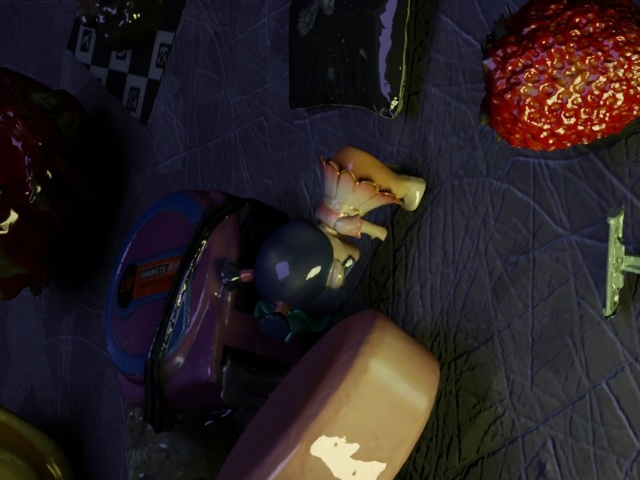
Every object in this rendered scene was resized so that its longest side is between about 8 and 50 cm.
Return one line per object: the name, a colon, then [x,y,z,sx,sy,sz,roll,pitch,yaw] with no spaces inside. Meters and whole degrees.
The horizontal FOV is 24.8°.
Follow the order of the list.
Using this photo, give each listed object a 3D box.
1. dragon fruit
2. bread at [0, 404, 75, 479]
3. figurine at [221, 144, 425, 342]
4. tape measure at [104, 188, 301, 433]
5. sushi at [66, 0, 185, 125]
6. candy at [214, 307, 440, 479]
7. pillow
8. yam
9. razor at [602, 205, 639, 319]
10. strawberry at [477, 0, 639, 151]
dragon fruit: [-0.438,-0.072,1.891,0.329,0.329,0.329,-18,68,54]
bread: [-0.449,0.321,1.888,0.300,0.210,0.341,57,145,0]
figurine: [0.000,0.000,1.337,0.111,0.102,0.195,30,92,56]
tape measure: [-0.115,0.073,1.474,0.231,0.149,0.245,-18,60,53]
sushi: [-0.266,-0.358,1.893,0.320,0.069,0.339,46,121,51]
candy: [-0.004,0.178,1.246,0.255,0.094,0.255,-51,7,8]
pillow: [0.026,-0.194,1.424,0.208,0.055,0.141,14,101,57]
yam: [-0.133,0.290,1.492,0.133,0.133,0.330,-56,39,33]
razor: [0.276,0.049,1.016,0.211,0.036,0.084,32,134,48]
strawberry: [0.197,-0.130,1.114,0.131,0.148,0.131,3,-90,-81]
